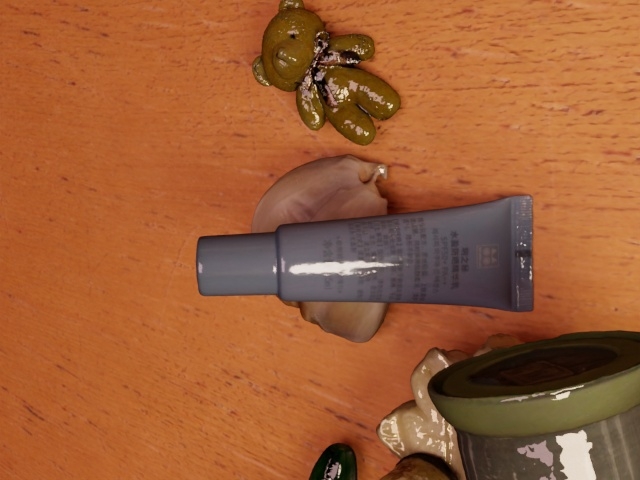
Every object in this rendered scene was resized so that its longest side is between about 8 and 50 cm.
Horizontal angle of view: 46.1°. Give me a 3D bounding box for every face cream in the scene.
[{"bbox_3d":[0.054,0.022,0.858,0.384,0.086,0.136,-2,95,-4],"label":"face cream"}]

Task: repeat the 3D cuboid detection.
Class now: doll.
[{"bbox_3d":[0.002,-0.210,0.947,0.209,0.097,0.137,39,109,17],"label":"doll"}]

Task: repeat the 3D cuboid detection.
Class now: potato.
[{"bbox_3d":[0.082,0.276,0.786,0.066,0.103,0.096,43,111,20],"label":"potato"}]

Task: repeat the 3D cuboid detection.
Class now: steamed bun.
[{"bbox_3d":[0.224,0.238,0.835,0.292,0.137,0.295,42,110,22],"label":"steamed bun"}]

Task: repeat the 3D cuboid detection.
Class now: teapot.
[{"bbox_3d":[0.256,0.257,0.656,0.270,0.200,0.337,-13,91,-5],"label":"teapot"}]

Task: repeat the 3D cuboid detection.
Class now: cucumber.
[{"bbox_3d":[0.006,0.379,1.033,0.069,0.069,0.228,21,111,29],"label":"cucumber"}]

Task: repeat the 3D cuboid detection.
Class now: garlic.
[{"bbox_3d":[0.000,0.000,0.966,0.217,0.110,0.228,24,109,32],"label":"garlic"}]
